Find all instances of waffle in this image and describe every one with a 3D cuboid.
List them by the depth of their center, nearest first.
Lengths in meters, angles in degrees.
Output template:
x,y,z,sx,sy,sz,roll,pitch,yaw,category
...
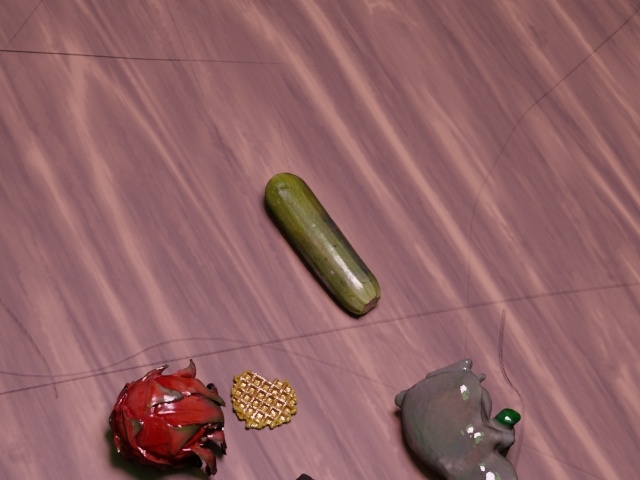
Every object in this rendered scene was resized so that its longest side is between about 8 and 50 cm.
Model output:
x,y,z,sx,sy,sz,roll,pitch,yaw,category
-0.070,0.199,1.776,0.085,0.016,0.078,2,63,-10,waffle

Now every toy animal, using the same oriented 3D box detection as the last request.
x,y,z,sx,sy,sz,roll,pitch,yaw,category
0.188,0.282,1.729,0.125,0.127,0.251,4,61,-42,toy animal

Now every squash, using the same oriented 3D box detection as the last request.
x,y,z,sx,sy,sz,roll,pitch,yaw,category
0.000,0.000,1.884,0.066,0.066,0.229,-29,70,-25,squash

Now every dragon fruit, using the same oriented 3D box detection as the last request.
x,y,z,sx,sy,sz,roll,pitch,yaw,category
-0.181,0.216,1.692,0.142,0.130,0.121,-15,30,-18,dragon fruit

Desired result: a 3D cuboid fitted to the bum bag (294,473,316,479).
x,y,z,sx,sy,sz,roll,pitch,yaw,category
0.078,0.392,1.655,0.326,0.080,0.142,26,50,9,bum bag
